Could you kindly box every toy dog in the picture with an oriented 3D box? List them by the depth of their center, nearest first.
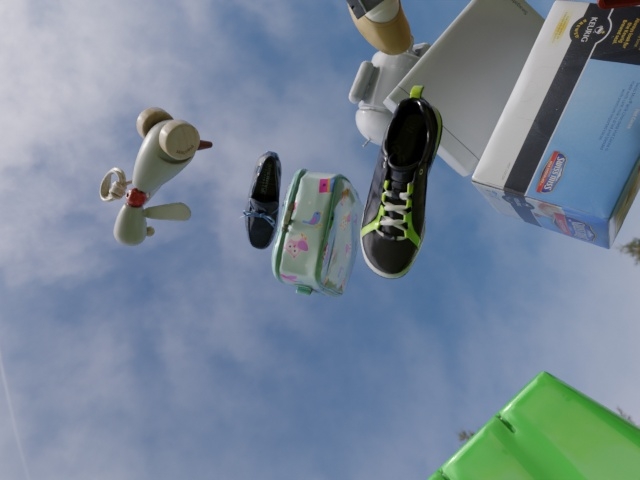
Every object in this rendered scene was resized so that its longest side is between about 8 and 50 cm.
[{"bbox_3d":[-0.362,-0.148,1.057,0.161,0.333,0.220,9,-137,-49],"label":"toy dog"}]

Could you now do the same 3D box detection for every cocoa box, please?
[{"bbox_3d":[0.471,-0.196,0.804,0.231,0.228,0.347,22,-86,-55],"label":"cocoa box"}]

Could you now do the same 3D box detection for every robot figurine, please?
[{"bbox_3d":[0.229,-0.449,1.410,0.300,0.200,0.353,12,-81,-24],"label":"robot figurine"}]

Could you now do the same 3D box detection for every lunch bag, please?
[{"bbox_3d":[0.000,0.000,0.872,0.108,0.279,0.224,13,-99,18],"label":"lunch bag"}]

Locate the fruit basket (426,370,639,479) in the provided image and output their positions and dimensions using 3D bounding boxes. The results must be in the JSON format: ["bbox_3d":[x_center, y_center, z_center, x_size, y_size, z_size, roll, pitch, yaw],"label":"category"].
[{"bbox_3d":[0.245,0.355,0.407,0.283,0.392,0.392,41,-112,-61],"label":"fruit basket"}]

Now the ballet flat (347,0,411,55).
[{"bbox_3d":[0.072,-0.403,0.716,0.080,0.073,0.232,-30,-97,2],"label":"ballet flat"}]

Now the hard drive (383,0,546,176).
[{"bbox_3d":[0.332,-0.342,0.940,0.233,0.047,0.353,41,-95,-4],"label":"hard drive"}]

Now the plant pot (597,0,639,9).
[{"bbox_3d":[0.526,-0.515,0.594,0.267,0.267,0.235,-3,-118,10],"label":"plant pot"}]

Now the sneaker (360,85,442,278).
[{"bbox_3d":[0.090,-0.069,0.553,0.097,0.084,0.234,5,-86,-70],"label":"sneaker"}]

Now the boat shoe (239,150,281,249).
[{"bbox_3d":[-0.156,-0.100,1.164,0.109,0.089,0.258,1,-79,-5],"label":"boat shoe"}]

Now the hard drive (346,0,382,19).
[{"bbox_3d":[0.034,-0.340,0.529,0.135,0.022,0.094,53,-129,-19],"label":"hard drive"}]
